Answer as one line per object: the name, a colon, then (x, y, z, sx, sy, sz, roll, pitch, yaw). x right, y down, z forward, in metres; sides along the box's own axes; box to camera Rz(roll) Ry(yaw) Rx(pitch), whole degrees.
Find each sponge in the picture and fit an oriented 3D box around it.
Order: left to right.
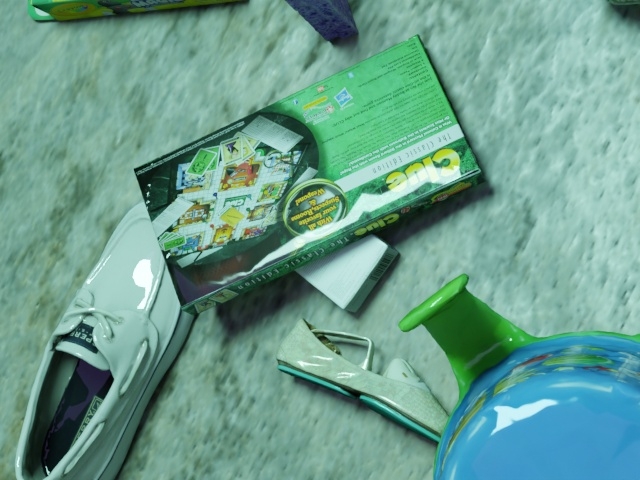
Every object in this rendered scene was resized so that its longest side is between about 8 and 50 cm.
sponge: (-0.028, -0.242, 1.150, 0.031, 0.210, 0.117, -19, 73, 15)

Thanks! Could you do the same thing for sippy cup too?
sippy cup: (0.174, 0.171, 0.974, 0.306, 0.224, 0.240, 17, 88, 15)

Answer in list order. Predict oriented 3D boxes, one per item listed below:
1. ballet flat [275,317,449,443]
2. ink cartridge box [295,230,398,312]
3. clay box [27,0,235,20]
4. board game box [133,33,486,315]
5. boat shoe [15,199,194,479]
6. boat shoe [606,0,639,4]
ballet flat: (0.040, 0.106, 1.150, 0.168, 0.057, 0.052, 23, 81, 23)
ink cartridge box: (0.000, 0.000, 1.197, 0.115, 0.029, 0.063, 38, 97, 25)
clay box: (-0.171, -0.267, 1.297, 0.222, 0.053, 0.127, -3, 80, 21)
board game box: (-0.012, -0.052, 1.181, 0.260, 0.030, 0.136, -24, 64, 7)
boat shoe: (-0.183, 0.087, 1.224, 0.096, 0.088, 0.267, 26, 92, 24)
boat shoe: (0.332, -0.203, 1.054, 0.302, 0.109, 0.094, -7, 81, 18)
